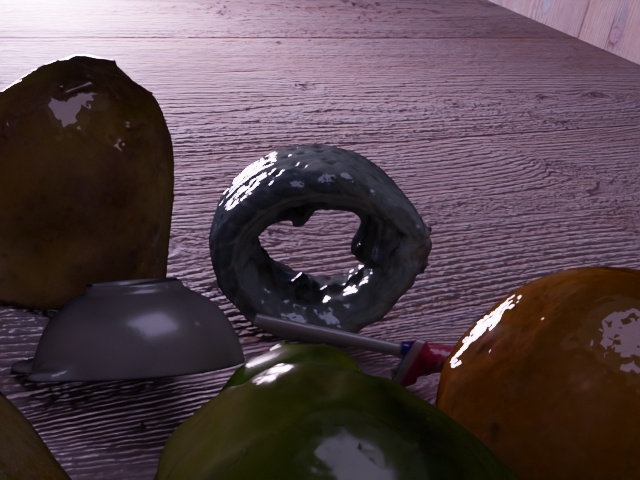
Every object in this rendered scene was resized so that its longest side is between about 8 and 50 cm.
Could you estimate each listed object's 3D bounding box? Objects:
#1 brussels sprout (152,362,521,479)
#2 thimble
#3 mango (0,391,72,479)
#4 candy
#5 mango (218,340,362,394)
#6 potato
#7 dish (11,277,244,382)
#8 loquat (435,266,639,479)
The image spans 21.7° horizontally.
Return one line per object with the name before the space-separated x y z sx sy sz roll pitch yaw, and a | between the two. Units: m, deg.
brussels sprout | 0.017 0.235 1.197 0.344 0.268 0.344 31 2 -1
thimble | 0.000 0.000 1.882 0.250 0.204 0.172 -3 15 -2
mango | -0.276 0.194 1.241 0.176 0.175 0.329 -29 64 -32
candy | 0.108 0.122 1.782 0.365 0.124 0.124 11 20 1
mango | -0.036 0.149 1.573 0.100 0.119 0.178 48 32 19
potato | -0.290 -0.081 1.836 0.301 0.237 0.289 16 20 3
dish | -0.188 0.080 1.599 0.228 0.086 0.236 -3 2 21
loquat | 0.254 0.178 1.433 0.328 0.328 0.328 13 20 -5
